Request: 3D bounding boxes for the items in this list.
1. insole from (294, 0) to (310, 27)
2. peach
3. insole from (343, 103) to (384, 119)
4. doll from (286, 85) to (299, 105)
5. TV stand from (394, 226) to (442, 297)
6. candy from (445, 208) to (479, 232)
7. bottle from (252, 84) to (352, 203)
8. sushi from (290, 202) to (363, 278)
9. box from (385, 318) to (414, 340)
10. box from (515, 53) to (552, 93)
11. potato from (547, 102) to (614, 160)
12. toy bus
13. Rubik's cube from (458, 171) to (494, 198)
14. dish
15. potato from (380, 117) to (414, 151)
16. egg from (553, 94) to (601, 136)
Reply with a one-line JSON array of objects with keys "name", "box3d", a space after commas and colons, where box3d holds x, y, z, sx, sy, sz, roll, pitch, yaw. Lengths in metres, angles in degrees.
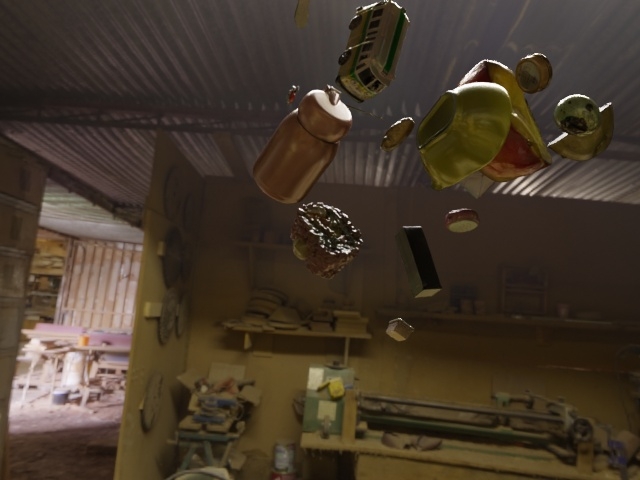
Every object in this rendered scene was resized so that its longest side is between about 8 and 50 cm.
[{"name": "insole", "box3d": [-0.072, -0.940, 1.820, 0.063, 0.010, 0.192, -10, -19, -14]}, {"name": "peach", "box3d": [0.561, -0.373, 1.460, 0.243, 0.380, 0.306, -20, -4, 42]}, {"name": "insole", "box3d": [0.152, -0.488, 1.687, 0.194, 0.006, 0.065, 17, 15, -10]}, {"name": "doll", "box3d": [-0.144, -0.707, 2.193, 0.039, 0.057, 0.114, 30, -48, -8]}, {"name": "TV stand", "box3d": [0.377, 0.081, 1.734, 0.088, 0.269, 0.082, -2, -27, -23]}, {"name": "candy", "box3d": [0.439, -0.061, 1.387, 0.103, 0.043, 0.103, 1, -25, 0]}, {"name": "bottle", "box3d": [-0.045, -0.262, 1.198, 0.173, 0.206, 0.297, 26, -50, -17]}, {"name": "sushi", "box3d": [0.000, 0.000, 1.639, 0.237, 0.270, 0.171, -21, -22, -39]}, {"name": "box", "box3d": [0.348, 0.399, 1.986, 0.089, 0.062, 0.122, 36, -23, -2]}, {"name": "box", "box3d": [0.597, -0.467, 1.256, 0.037, 0.105, 0.105, -25, -3, -13]}, {"name": "potato", "box3d": [0.825, -0.314, 1.379, 0.202, 0.117, 0.182, -35, -6, -11]}, {"name": "toy bus", "box3d": [0.181, -0.637, 1.508, 0.179, 0.305, 0.143, 4, -18, 47]}, {"name": "Rubik's cube", "box3d": [0.751, -0.356, 2.127, 0.231, 0.221, 0.225, 43, 24, 11]}, {"name": "dish", "box3d": [0.298, -0.251, 1.025, 0.108, 0.221, 0.262, 18, -34, -20]}, {"name": "potato", "box3d": [0.168, -0.234, 0.991, 0.045, 0.092, 0.046, 31, 16, -42]}, {"name": "egg", "box3d": [0.577, -0.278, 1.005, 0.085, 0.110, 0.085, -13, -37, -10]}]
